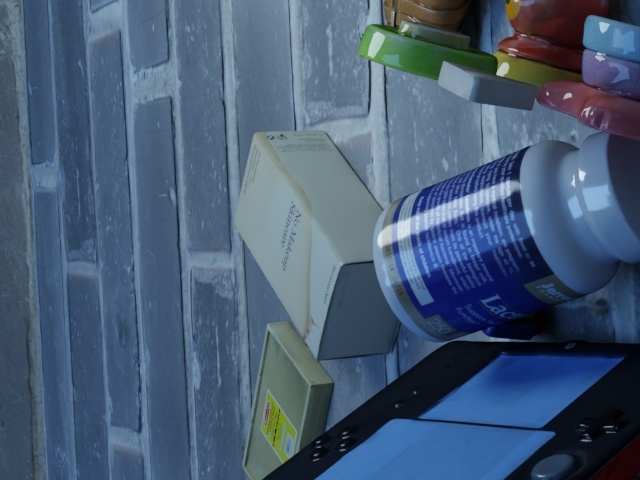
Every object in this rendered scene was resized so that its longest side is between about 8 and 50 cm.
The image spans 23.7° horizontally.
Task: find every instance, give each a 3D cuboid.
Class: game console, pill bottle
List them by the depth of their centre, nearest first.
[{"bbox_3d":[0.143,0.187,1.418,0.386,0.342,0.060,-3,119,53],"label":"game console"},{"bbox_3d":[0.194,-0.007,1.460,0.264,0.153,0.153,-22,71,36],"label":"pill bottle"}]

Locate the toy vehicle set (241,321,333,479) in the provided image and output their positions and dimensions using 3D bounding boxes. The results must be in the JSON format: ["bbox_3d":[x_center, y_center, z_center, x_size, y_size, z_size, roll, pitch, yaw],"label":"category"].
[{"bbox_3d":[-0.052,0.274,2.233,0.166,0.035,0.267,-129,43,-51],"label":"toy vehicle set"}]

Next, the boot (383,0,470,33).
[{"bbox_3d":[0.136,-0.286,1.678,0.283,0.109,0.220,-140,52,-59],"label":"boot"}]

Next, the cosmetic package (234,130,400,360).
[{"bbox_3d":[0.000,0.000,2.004,0.309,0.113,0.160,-124,39,-48],"label":"cosmetic package"}]

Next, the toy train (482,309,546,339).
[{"bbox_3d":[0.169,-0.008,1.670,0.248,0.105,0.143,50,126,52],"label":"toy train"}]

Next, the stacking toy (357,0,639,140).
[{"bbox_3d":[0.202,-0.190,1.381,0.309,0.279,0.130,35,113,60],"label":"stacking toy"}]

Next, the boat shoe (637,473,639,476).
[{"bbox_3d":[0.258,0.183,1.542,0.226,0.083,0.076,6,87,53],"label":"boat shoe"}]
